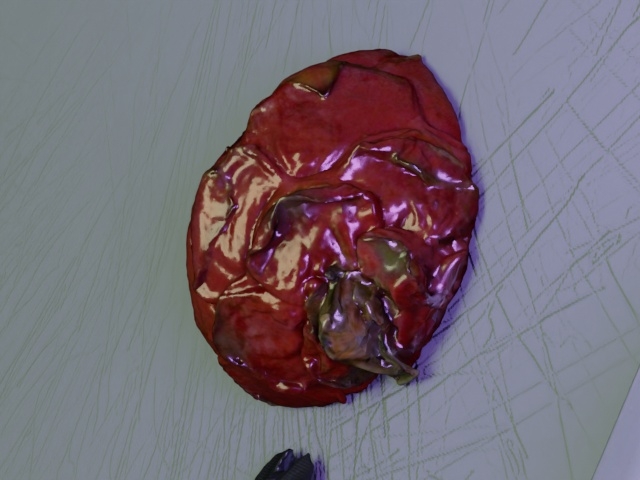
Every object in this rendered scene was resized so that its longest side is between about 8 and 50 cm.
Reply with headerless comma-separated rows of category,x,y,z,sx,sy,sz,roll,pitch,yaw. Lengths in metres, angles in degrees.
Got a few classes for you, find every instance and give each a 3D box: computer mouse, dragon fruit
computer mouse,-0.042,0.233,1.484,0.079,0.047,0.135,14,87,55
dragon fruit,0.000,0.000,1.419,0.205,0.152,0.317,31,103,53

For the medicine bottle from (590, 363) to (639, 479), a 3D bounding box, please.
medicine bottle,0.239,0.120,1.026,0.111,0.161,0.296,37,110,55
